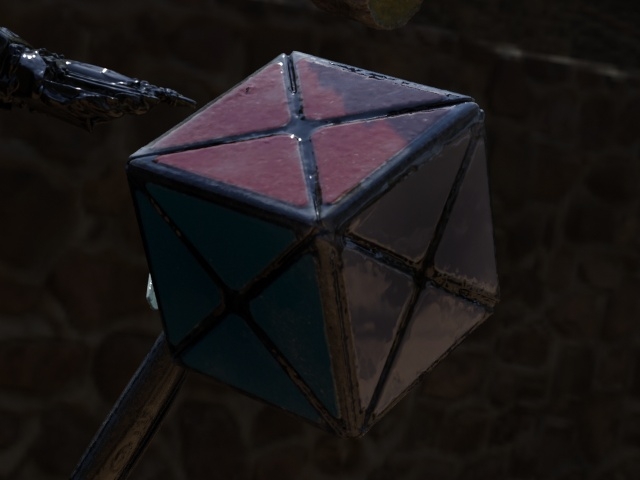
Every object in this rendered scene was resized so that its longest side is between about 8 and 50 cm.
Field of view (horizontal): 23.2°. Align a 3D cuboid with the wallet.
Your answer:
[{"bbox_3d":[-0.185,0.162,1.859,0.044,0.321,0.170,31,-5,10],"label":"wallet"}]

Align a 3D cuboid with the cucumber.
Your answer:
[{"bbox_3d":[0.034,-0.219,1.337,0.064,0.064,0.112,4,17,-38],"label":"cucumber"}]

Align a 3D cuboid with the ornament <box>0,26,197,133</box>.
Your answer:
[{"bbox_3d":[-0.283,-0.177,1.870,0.261,0.106,0.251,15,4,2],"label":"ornament"}]

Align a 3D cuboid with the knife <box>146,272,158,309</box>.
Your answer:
[{"bbox_3d":[-0.199,0.021,1.927,0.035,0.063,0.260,-16,34,7],"label":"knife"}]

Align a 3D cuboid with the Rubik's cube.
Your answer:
[{"bbox_3d":[0.000,0.000,1.500,0.259,0.260,0.255,18,43,39],"label":"Rubik's cube"}]
